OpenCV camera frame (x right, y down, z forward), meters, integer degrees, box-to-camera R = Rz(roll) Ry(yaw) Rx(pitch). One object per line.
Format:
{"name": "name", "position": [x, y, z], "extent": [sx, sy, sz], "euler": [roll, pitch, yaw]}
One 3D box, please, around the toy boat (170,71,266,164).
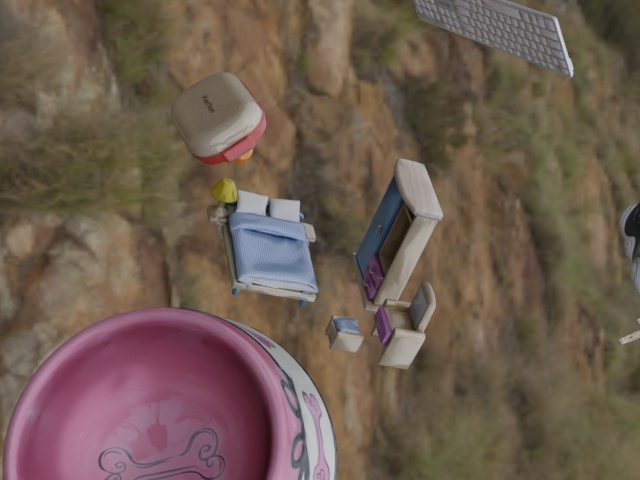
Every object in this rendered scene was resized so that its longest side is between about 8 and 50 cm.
{"name": "toy boat", "position": [-0.174, -0.204, 2.186], "extent": [0.151, 0.151, 0.231], "euler": [59, -2, -41]}

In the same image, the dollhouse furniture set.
{"name": "dollhouse furniture set", "position": [0.000, 0.000, 1.723], "extent": [0.286, 0.303, 0.198], "euler": [-103, -150, -52]}

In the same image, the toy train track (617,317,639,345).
{"name": "toy train track", "position": [0.531, 0.155, 1.974], "extent": [0.048, 0.083, 0.014], "euler": [62, -25, 18]}

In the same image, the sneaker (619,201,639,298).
{"name": "sneaker", "position": [0.522, 0.013, 1.686], "extent": [0.101, 0.153, 0.268], "euler": [33, 34, -27]}

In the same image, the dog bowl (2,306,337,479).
{"name": "dog bowl", "position": [-0.191, 0.260, 1.409], "extent": [0.150, 0.408, 0.408], "euler": [65, 32, -66]}

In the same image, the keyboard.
{"name": "keyboard", "position": [0.168, -0.233, 1.239], "extent": [0.014, 0.256, 0.072], "euler": [-42, 129, -10]}
